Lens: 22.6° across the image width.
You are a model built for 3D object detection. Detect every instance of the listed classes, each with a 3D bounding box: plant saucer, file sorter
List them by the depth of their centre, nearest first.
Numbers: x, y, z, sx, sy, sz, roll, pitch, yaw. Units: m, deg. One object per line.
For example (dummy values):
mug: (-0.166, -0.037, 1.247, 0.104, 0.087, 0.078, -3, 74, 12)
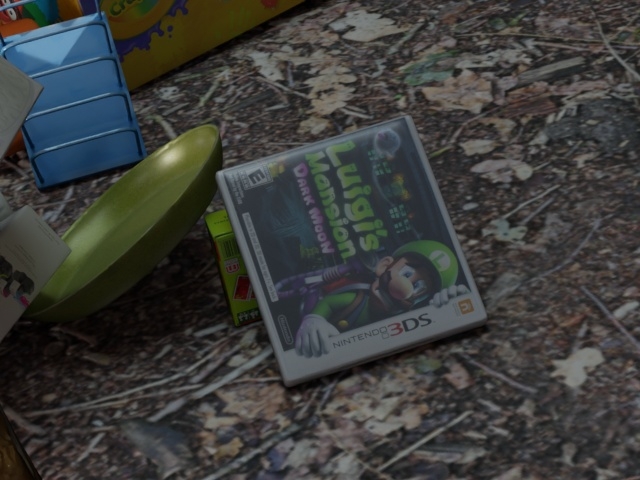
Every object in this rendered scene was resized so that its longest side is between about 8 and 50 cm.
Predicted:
plant saucer: (-0.169, -0.008, 1.415, 0.241, 0.037, 0.241, -37, 18, 14)
file sorter: (-0.258, -0.157, 1.627, 0.118, 0.170, 0.104, -16, -12, -6)

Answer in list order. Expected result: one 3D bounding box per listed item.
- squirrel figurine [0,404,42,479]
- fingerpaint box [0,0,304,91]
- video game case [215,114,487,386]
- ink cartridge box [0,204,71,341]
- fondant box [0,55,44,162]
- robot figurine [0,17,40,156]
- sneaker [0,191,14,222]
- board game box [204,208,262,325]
squirrel figurine: (-0.351, 0.216, 0.981, 0.370, 0.281, 0.397, -27, 30, -12)
fingerpaint box: (-0.187, -0.373, 1.986, 0.445, 0.163, 0.371, -31, 35, -25)
video game case: (0.024, 0.006, 1.306, 0.173, 0.022, 0.190, -17, 72, -8)
ink cartridge box: (-0.303, 0.059, 1.373, 0.104, 0.061, 0.181, -29, 19, 37)
fondant box: (-0.369, 0.016, 1.282, 0.330, 0.096, 0.238, -50, 15, 29)
robot figurine: (-0.360, -0.165, 1.742, 0.219, 0.158, 0.128, -21, 3, -13)
sneaker: (-0.412, -0.025, 1.571, 0.232, 0.090, 0.115, 13, 42, 37)
board game box: (0.000, 0.000, 1.370, 0.181, 0.092, 0.043, -17, 31, -8)
